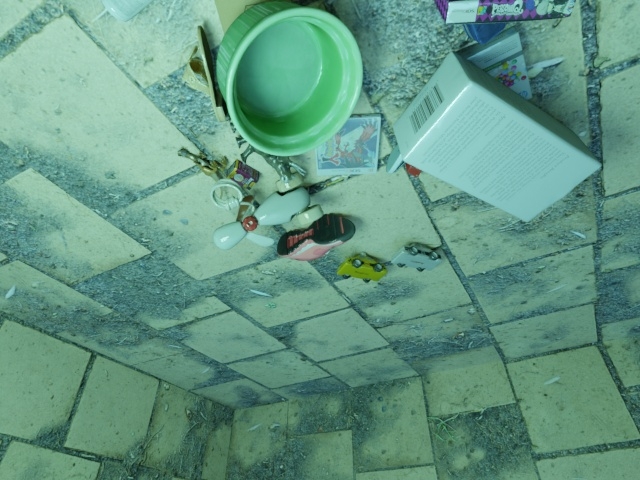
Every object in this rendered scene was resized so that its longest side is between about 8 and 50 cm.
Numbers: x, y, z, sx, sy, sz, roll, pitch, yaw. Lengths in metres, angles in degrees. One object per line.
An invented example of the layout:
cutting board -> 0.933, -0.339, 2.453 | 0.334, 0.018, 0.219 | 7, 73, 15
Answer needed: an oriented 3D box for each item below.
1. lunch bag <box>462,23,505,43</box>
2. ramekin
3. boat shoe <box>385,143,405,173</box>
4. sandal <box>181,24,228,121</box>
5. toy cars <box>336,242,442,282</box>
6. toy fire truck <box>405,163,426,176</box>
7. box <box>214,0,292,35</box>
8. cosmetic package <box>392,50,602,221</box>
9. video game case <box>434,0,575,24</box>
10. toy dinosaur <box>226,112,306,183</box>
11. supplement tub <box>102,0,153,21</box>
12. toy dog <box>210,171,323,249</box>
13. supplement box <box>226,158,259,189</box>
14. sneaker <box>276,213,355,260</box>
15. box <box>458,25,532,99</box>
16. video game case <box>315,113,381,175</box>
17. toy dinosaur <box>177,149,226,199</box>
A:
lunch bag -> 0.344, -0.476, 0.864 | 0.067, 0.065, 0.098 | -34, 131, 14
ramekin -> -0.075, -0.352, 0.874 | 0.303, 0.148, 0.303 | -19, 138, -18
boat shoe -> 0.260, -0.250, 1.142 | 0.083, 0.065, 0.183 | 15, 138, -16
sandal -> -0.288, -0.380, 0.963 | 0.079, 0.088, 0.240 | -7, 146, 0
toy cars -> 0.256, 0.072, 1.533 | 0.394, 0.087, 0.176 | -12, 145, 10
toy fire truck -> 0.363, -0.230, 1.182 | 0.192, 0.047, 0.135 | 14, 139, -18
box -> -0.134, -0.471, 0.904 | 0.164, 0.021, 0.201 | -4, 140, 5
cosmetic package -> 0.436, -0.240, 1.013 | 0.453, 0.161, 0.230 | 20, 133, -24
video game case -> 0.314, -0.466, 0.743 | 0.210, 0.232, 0.042 | -2, 139, 3
toy dinosaur -> -0.154, -0.299, 1.069 | 0.160, 0.121, 0.313 | -17, 130, -5
supplement tub -> -0.384, -0.506, 0.821 | 0.107, 0.071, 0.071 | -21, 137, 23
toy dog -> -0.162, -0.088, 1.238 | 0.334, 0.220, 0.161 | -7, -174, -6
supplement box -> -0.235, -0.198, 1.223 | 0.083, 0.043, 0.055 | 26, 133, -30
sneaker -> 0.000, 0.000, 1.440 | 0.314, 0.116, 0.136 | -17, 149, 30
box -> 0.420, -0.396, 0.984 | 0.145, 0.038, 0.186 | -20, 138, 23
video game case -> 0.075, -0.268, 1.154 | 0.183, 0.023, 0.201 | -2, 141, 2
toy dinosaur -> -0.329, -0.209, 1.212 | 0.112, 0.064, 0.211 | -9, 134, 40
